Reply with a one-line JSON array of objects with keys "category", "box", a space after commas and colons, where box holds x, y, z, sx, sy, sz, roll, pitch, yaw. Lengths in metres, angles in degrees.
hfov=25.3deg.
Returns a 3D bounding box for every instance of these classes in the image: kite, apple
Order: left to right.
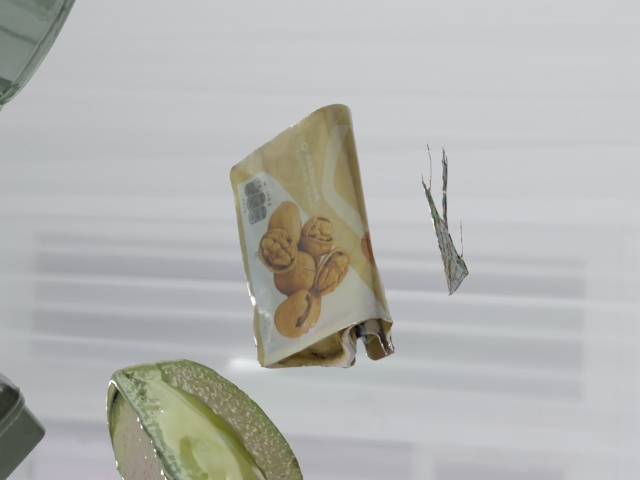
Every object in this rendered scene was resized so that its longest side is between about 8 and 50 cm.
[{"category": "apple", "box": [-0.123, 0.250, 1.582, 0.193, 0.265, 0.120, 0, -50, -45]}, {"category": "kite", "box": [0.149, -0.031, 1.722, 0.198, 0.006, 0.244, 61, -158, -43]}]

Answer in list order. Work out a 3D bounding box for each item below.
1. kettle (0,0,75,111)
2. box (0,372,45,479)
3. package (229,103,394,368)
[{"category": "kettle", "box": [-0.356, -0.227, 1.088, 0.205, 0.318, 0.265, -21, 50, 55]}, {"category": "box", "box": [-0.488, 0.271, 1.916, 0.210, 0.148, 0.129, -49, -44, -17]}, {"category": "package", "box": [0.020, 0.007, 1.942, 0.165, 0.221, 0.311, 12, -123, -45]}]
